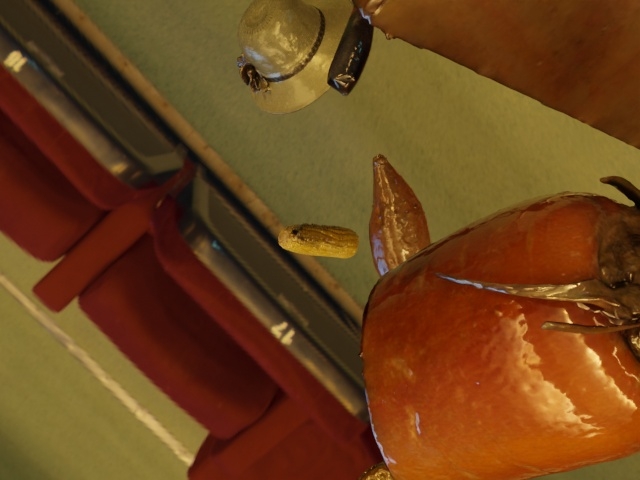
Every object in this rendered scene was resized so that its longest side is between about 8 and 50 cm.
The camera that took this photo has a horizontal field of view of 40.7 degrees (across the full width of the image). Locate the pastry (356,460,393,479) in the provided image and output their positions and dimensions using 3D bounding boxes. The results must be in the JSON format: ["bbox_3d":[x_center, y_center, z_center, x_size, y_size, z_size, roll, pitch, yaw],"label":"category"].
[{"bbox_3d":[0.087,0.300,0.992,0.097,0.057,0.109,43,99,18],"label":"pastry"}]

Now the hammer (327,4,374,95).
[{"bbox_3d":[0.060,-0.328,1.158,0.137,0.037,0.289,10,72,28],"label":"hammer"}]

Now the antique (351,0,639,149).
[{"bbox_3d":[0.148,-0.129,0.492,0.310,0.093,0.087,14,133,-37],"label":"antique"}]

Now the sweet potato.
[{"bbox_3d":[0.152,-0.002,1.649,0.131,0.131,0.336,-21,102,17],"label":"sweet potato"}]

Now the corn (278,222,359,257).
[{"bbox_3d":[0.000,0.000,1.783,0.072,0.203,0.072,-6,81,46],"label":"corn"}]

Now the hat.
[{"bbox_3d":[-0.070,-0.366,1.528,0.257,0.257,0.130,-35,138,21],"label":"hat"}]

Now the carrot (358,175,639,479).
[{"bbox_3d":[0.163,0.065,0.627,0.331,0.193,0.214,-23,121,38],"label":"carrot"}]
